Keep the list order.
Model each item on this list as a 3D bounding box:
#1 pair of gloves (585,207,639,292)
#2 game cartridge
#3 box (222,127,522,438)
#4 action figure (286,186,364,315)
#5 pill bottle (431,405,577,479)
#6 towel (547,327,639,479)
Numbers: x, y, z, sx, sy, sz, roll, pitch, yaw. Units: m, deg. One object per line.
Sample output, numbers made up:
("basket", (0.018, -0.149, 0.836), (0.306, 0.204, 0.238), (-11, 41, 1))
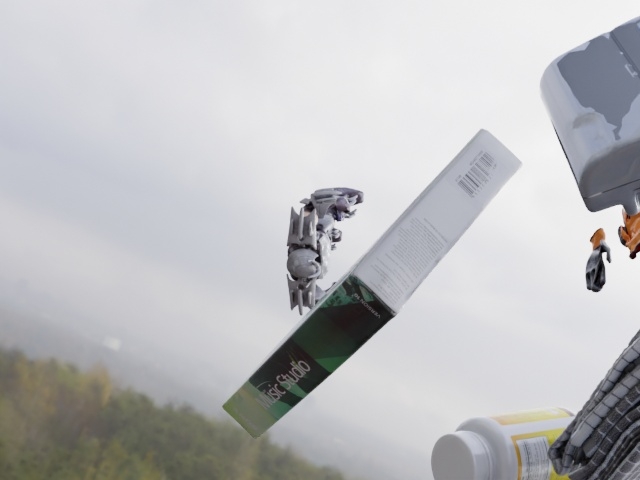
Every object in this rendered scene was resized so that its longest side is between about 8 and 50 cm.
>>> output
("pair of gloves", (0.250, 0.002, 0.908), (0.010, 0.074, 0.083), (24, -48, -10))
("game cartridge", (0.291, -0.120, 0.674), (0.198, 0.297, 0.062), (-90, 156, -58))
("box", (0.042, 0.050, 1.030), (0.058, 0.232, 0.322), (42, -38, 3))
("action figure", (0.000, 0.000, 1.600), (0.099, 0.185, 0.285), (13, 20, 2))
("pill bottle", (0.253, 0.286, 1.409), (0.215, 0.117, 0.117), (0, 7, -36))
("towel", (0.432, 0.193, 1.274), (0.235, 0.284, 0.121), (5, 35, -45))
